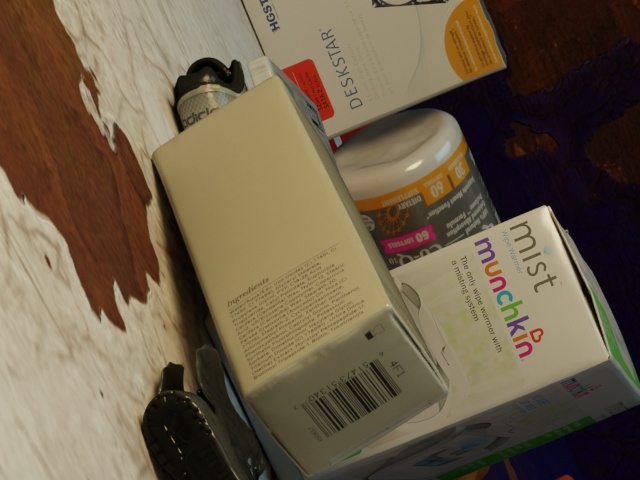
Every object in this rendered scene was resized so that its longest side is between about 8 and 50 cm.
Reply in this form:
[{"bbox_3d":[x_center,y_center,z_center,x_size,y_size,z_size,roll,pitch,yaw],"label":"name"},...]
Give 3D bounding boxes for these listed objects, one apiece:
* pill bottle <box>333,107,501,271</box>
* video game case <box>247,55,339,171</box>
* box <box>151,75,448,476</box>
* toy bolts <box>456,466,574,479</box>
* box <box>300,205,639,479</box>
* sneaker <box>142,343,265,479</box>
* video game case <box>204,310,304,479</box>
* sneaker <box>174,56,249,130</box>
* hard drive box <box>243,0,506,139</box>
[{"bbox_3d":[0.124,0.009,2.032,0.162,0.162,0.278,-92,158,-64],"label":"pill bottle"},{"bbox_3d":[-0.006,-0.059,1.688,0.201,0.023,0.183,36,34,-75],"label":"video game case"},{"bbox_3d":[-0.019,0.016,1.222,0.094,0.113,0.275,54,8,-39],"label":"box"},{"bbox_3d":[0.125,0.236,1.768,0.228,0.158,0.218,61,-33,15],"label":"toy bolts"},{"bbox_3d":[0.104,0.092,1.381,0.262,0.231,0.127,40,29,-71],"label":"box"},{"bbox_3d":[-0.054,0.139,1.065,0.170,0.051,0.089,64,11,14],"label":"sneaker"},{"bbox_3d":[-0.028,0.114,1.363,0.173,0.022,0.190,-73,139,-75],"label":"video game case"},{"bbox_3d":[-0.075,-0.111,1.474,0.170,0.063,0.075,-34,108,-76],"label":"sneaker"},{"bbox_3d":[0.059,-0.225,1.973,0.089,0.232,0.181,-62,129,-77],"label":"hard drive box"}]
